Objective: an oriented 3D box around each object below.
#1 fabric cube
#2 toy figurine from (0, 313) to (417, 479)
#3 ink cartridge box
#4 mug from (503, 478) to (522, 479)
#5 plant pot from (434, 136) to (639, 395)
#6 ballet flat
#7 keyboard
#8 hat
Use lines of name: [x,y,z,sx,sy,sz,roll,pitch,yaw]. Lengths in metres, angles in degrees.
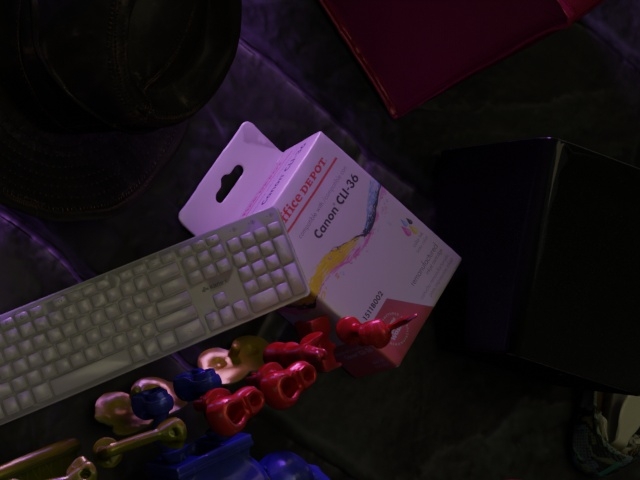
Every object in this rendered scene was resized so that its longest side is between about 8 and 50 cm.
fabric cube: [0.141,-0.292,1.366,0.258,0.254,0.259,-38,98,-33]
toy figurine: [-0.073,0.205,1.148,0.362,0.191,0.217,-23,98,-40]
ink cartridge box: [0.000,0.000,1.315,0.198,0.067,0.115,41,61,-15]
mug: [0.141,0.277,1.287,0.169,0.150,0.113,-46,136,-36]
plant pot: [0.195,0.027,1.361,0.188,0.187,0.167,19,82,-22]
ballet flat: [0.261,0.111,1.442,0.070,0.070,0.188,20,67,-25]
keyboard: [-0.133,0.053,1.212,0.256,0.014,0.072,-22,87,-16]
hat: [-0.136,-0.177,1.182,0.331,0.134,0.331,2,87,-54]
